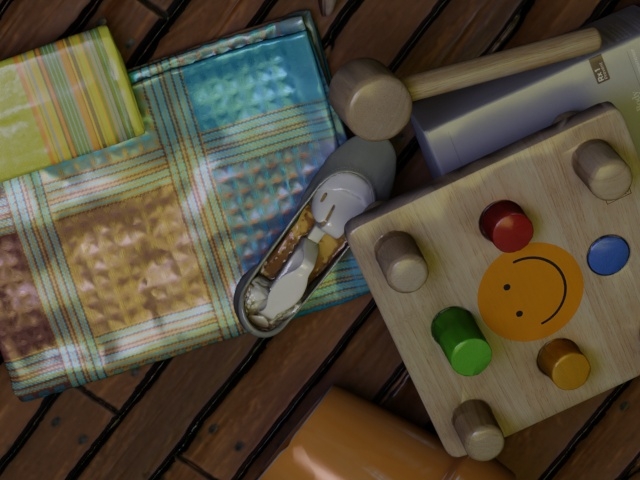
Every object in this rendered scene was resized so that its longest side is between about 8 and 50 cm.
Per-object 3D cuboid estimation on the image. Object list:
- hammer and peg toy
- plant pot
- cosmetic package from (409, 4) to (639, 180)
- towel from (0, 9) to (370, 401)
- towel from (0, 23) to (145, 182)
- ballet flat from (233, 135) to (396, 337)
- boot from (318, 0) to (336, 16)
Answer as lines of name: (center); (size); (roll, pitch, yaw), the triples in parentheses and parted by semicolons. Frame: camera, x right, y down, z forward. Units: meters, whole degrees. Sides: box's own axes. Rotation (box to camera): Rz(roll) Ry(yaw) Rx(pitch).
hammer and peg toy: (0.165, -0.007, 1.496); (0.266, 0.127, 0.361); (-24, 116, 1)
plant pot: (0.044, 0.239, 1.629); (0.188, 0.205, 0.205); (38, 98, 1)
cosmetic package: (0.209, -0.104, 1.592); (0.238, 0.107, 0.127); (-27, 110, -1)
towel: (-0.142, -0.024, 1.607); (0.370, 0.040, 0.271); (-18, 106, -1)
towel: (-0.278, -0.104, 1.535); (0.237, 0.021, 0.102); (-19, 105, -4)
ballet flat: (0.000, 0.000, 1.571); (0.072, 0.068, 0.213); (35, 99, -13)
boot: (0.036, -0.261, 1.563); (0.087, 0.042, 0.118); (-10, 113, -12)
